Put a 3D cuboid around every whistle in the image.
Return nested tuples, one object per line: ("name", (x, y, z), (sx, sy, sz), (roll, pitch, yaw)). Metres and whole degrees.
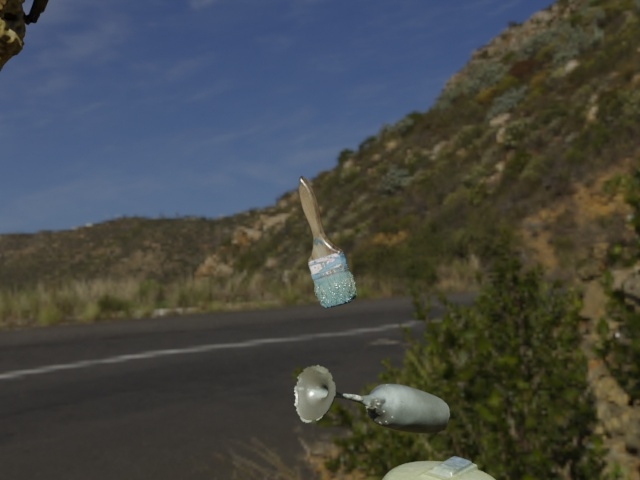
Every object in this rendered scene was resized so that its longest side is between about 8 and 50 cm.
("whistle", (0.091, 0.257, 0.827), (0.126, 0.067, 0.258), (4, 6, 36))

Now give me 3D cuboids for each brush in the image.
("brush", (0.000, 0.000, 1.271), (0.070, 0.196, 0.021), (-17, -3, 36))

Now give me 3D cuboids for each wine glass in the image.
("wine glass", (0.079, 0.215, 1.146), (0.074, 0.074, 0.262), (-8, -20, 43))

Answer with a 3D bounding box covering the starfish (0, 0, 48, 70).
("starfish", (-0.188, -0.188, 0.497), (0.247, 0.138, 0.050), (-44, -9, 22))
